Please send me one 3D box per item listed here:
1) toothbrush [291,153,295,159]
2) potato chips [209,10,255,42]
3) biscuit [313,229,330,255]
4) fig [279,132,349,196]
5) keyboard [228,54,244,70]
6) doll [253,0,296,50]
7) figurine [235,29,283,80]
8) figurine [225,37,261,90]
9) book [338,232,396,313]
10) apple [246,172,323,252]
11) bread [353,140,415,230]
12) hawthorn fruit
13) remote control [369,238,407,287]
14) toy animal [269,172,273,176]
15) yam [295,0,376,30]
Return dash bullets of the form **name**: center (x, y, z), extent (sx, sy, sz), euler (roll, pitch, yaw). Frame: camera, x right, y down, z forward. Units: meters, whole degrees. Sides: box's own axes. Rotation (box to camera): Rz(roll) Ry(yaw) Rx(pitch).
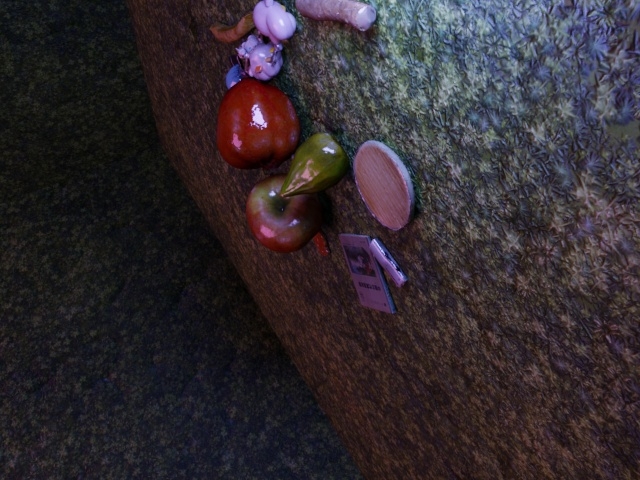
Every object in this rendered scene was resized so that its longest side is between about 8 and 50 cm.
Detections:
- **toothbrush**: center (-0.064, -0.278, 1.869), extent (0.413, 0.042, 0.035), euler (38, 147, 46)
- **potato chips**: center (-0.307, -0.749, 1.864), extent (0.407, 0.057, 0.080), euler (27, 142, 58)
- **biscuit**: center (0.000, 0.000, 2.061), extent (0.102, 0.019, 0.130), euler (14, 127, 65)
- **fig**: center (-0.009, -0.218, 1.599), extent (0.167, 0.167, 0.233), euler (56, 131, 21)
- **keyboard**: center (-0.299, -0.611, 2.062), extent (0.072, 0.023, 0.231), euler (15, 129, 55)
- **doll**: center (-0.131, -0.697, 1.456), extent (0.160, 0.094, 0.365), euler (42, 152, 29)
- **figurine**: center (-0.189, -0.592, 1.693), extent (0.229, 0.137, 0.112), euler (53, -171, 37)
- **figurine**: center (-0.265, -0.608, 1.870), extent (0.260, 0.103, 0.205), euler (-3, 113, 57)
- **book**: center (0.158, 0.109, 1.808), extent (0.215, 0.025, 0.283), euler (5, 117, 65)
- **apple**: center (-0.127, -0.090, 1.922), extent (0.250, 0.277, 0.309), euler (75, -174, -60)
- **bread**: center (0.176, -0.150, 1.434), extent (0.267, 0.040, 0.267), euler (51, 156, 33)
- **hawthorn fruit**: center (-0.212, -0.378, 1.752), extent (0.295, 0.295, 0.311), euler (29, 150, 57)
- **remote control**: center (0.208, 0.072, 1.636), extent (0.166, 0.029, 0.065), euler (56, 157, 20)
- **toy animal**: center (-0.183, -0.175, 2.241), extent (0.148, 0.084, 0.233), euler (35, 146, 31)
- **yam**: center (0.034, -0.557, 1.268), extent (0.299, 0.066, 0.066), euler (40, 149, 49)
